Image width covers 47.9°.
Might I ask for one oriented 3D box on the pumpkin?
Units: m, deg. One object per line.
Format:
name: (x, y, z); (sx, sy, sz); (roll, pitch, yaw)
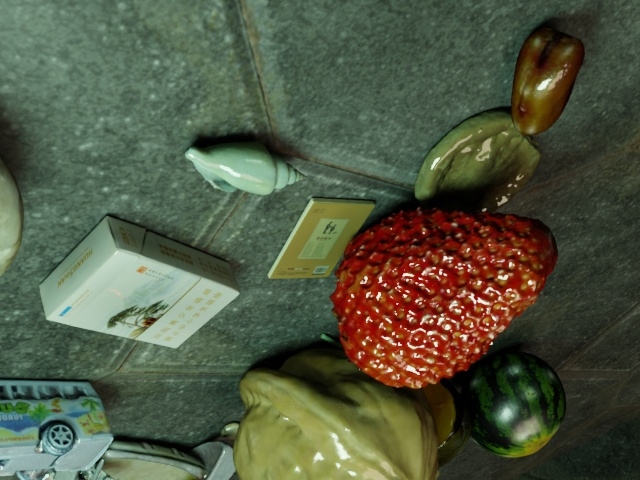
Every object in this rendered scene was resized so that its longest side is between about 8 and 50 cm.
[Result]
pumpkin: (0.227, 0.478, 1.704); (0.325, 0.242, 0.232); (-33, 137, 14)

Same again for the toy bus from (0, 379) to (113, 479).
toy bus: (-0.474, 0.272, 1.033); (0.329, 0.136, 0.109); (12, 130, -44)

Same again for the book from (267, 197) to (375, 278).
book: (0.000, 0.000, 1.126); (0.118, 0.012, 0.172); (1, 136, -35)

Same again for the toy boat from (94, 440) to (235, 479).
toy boat: (-0.333, 0.477, 1.445); (0.293, 0.111, 0.276); (15, 128, -30)

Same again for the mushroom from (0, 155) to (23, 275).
mushroom: (-0.398, 0.007, 0.670); (0.243, 0.244, 0.244); (-19, 145, -14)

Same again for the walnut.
walnut: (0.028, 0.367, 1.299); (0.383, 0.384, 0.384); (-19, 145, -14)

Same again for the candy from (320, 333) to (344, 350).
candy: (0.083, 0.243, 1.467); (0.084, 0.078, 0.287); (-6, 150, 38)

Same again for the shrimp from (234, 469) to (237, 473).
shrimp: (-0.196, 0.522, 1.620); (0.219, 0.046, 0.152); (-11, 142, -11)

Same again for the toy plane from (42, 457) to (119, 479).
toy plane: (-0.431, 0.374, 1.244); (0.192, 0.088, 0.262); (19, 125, -14)

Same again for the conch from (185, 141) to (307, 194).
conch: (-0.095, -0.093, 0.909); (0.180, 0.088, 0.065); (9, 88, -34)

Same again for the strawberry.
strawberry: (0.198, 0.059, 1.112); (0.351, 0.267, 0.312); (-30, -176, 34)

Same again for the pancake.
pancake: (0.252, -0.107, 1.140); (0.222, 0.042, 0.236); (-28, 146, -3)

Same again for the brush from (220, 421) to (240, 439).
brush: (-0.110, 0.443, 1.612); (0.085, 0.020, 0.336); (-39, 144, 16)

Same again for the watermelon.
watermelon: (0.468, 0.403, 1.769); (0.268, 0.269, 0.269); (-19, 145, -14)

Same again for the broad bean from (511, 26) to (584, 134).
broad bean: (0.312, -0.216, 1.005); (0.114, 0.084, 0.165); (-37, 150, -9)

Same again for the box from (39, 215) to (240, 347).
box: (-0.244, 0.067, 0.995); (0.149, 0.067, 0.233); (-42, 144, 16)
